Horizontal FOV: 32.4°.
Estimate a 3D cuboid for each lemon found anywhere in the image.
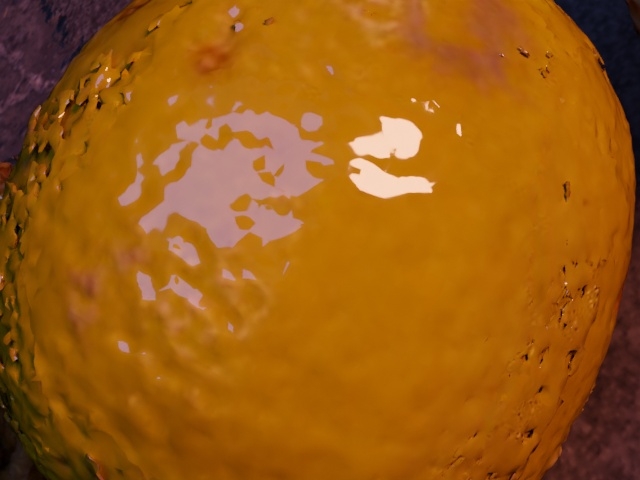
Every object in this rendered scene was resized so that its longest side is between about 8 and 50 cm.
[{"bbox_3d":[0.000,0.000,0.466,0.258,0.258,0.310,30,86,41],"label":"lemon"}]

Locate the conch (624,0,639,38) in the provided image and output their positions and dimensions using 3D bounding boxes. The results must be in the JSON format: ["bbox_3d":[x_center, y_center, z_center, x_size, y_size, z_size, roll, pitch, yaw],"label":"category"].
[{"bbox_3d":[0.231,-0.186,0.429,0.303,0.215,0.319,-48,39,19],"label":"conch"}]

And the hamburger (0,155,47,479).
[{"bbox_3d":[-0.203,0.081,0.609,0.245,0.211,0.260,30,90,47],"label":"hamburger"}]
